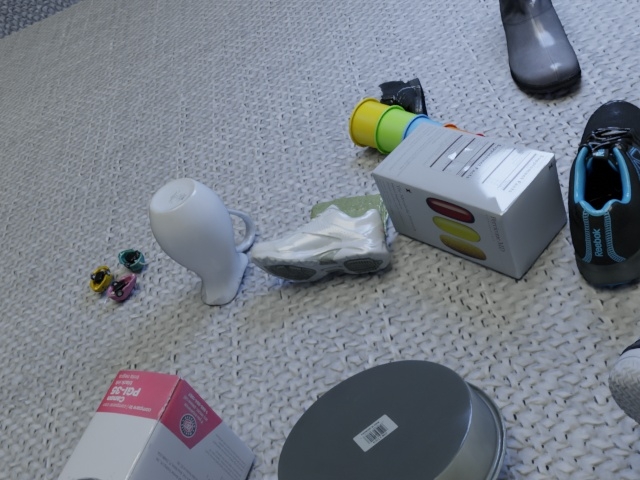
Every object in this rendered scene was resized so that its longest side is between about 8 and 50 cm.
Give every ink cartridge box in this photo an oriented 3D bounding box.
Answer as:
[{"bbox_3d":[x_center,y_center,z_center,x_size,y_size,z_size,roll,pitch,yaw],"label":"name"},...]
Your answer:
[{"bbox_3d":[-0.222,0.334,0.911,0.117,0.207,0.283,0,48,31],"label":"ink cartridge box"}]

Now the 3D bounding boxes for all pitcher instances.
[{"bbox_3d":[-0.189,-0.021,1.261,0.125,0.207,0.178,1,47,30],"label":"pitcher"}]

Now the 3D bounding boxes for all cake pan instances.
[{"bbox_3d":[0.073,0.247,0.887,0.293,0.054,0.293,-24,24,11],"label":"cake pan"}]

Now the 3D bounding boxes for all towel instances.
[{"bbox_3d":[0.047,-0.031,1.274,0.148,0.027,0.110,-8,45,21],"label":"towel"}]

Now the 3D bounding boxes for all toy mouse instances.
[{"bbox_3d":[-0.369,0.067,1.408,0.143,0.031,0.161,-21,41,10],"label":"toy mouse"}]

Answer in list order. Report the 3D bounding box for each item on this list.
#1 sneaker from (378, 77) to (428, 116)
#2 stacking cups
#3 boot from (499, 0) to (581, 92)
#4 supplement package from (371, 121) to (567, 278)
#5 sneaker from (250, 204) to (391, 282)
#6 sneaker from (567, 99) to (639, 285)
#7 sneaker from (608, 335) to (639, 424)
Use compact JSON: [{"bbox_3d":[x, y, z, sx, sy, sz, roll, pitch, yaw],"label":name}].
[{"bbox_3d":[0.156,-0.265,1.437,0.089,0.051,0.170,-16,37,15],"label":"sneaker"},{"bbox_3d":[0.191,-0.178,1.289,0.316,0.096,0.096,22,61,43],"label":"stacking cups"},{"bbox_3d":[0.369,-0.433,1.351,0.118,0.223,0.338,-19,41,10],"label":"boot"},{"bbox_3d":[0.223,-0.067,1.122,0.244,0.139,0.134,24,61,44],"label":"supplement package"},{"bbox_3d":[0.000,0.000,1.207,0.232,0.090,0.115,-5,62,13],"label":"sneaker"},{"bbox_3d":[0.419,-0.103,1.047,0.125,0.140,0.341,-6,44,27],"label":"sneaker"},{"bbox_3d":[0.457,0.094,0.639,0.365,0.137,0.210,6,51,43],"label":"sneaker"}]
